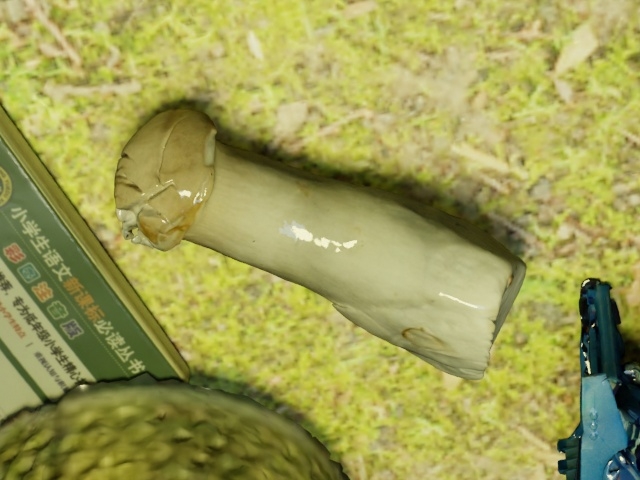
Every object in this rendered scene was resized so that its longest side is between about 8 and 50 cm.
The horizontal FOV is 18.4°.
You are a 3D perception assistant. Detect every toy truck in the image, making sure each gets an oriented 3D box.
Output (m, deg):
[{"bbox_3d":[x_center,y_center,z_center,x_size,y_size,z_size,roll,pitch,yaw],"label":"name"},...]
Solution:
[{"bbox_3d":[0.208,0.075,1.055,0.208,0.113,0.126,-24,112,16],"label":"toy truck"}]

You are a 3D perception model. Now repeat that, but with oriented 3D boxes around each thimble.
[{"bbox_3d":[-0.094,0.226,1.093,0.271,0.150,0.270,-3,122,-4],"label":"thimble"}]

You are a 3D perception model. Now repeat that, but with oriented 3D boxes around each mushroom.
[{"bbox_3d":[-0.001,-0.002,1.033,0.223,0.092,0.081,24,111,-4],"label":"mushroom"}]

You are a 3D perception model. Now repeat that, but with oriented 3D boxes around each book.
[{"bbox_3d":[-0.235,0.063,1.089,0.264,0.027,0.202,-28,114,12],"label":"book"}]
